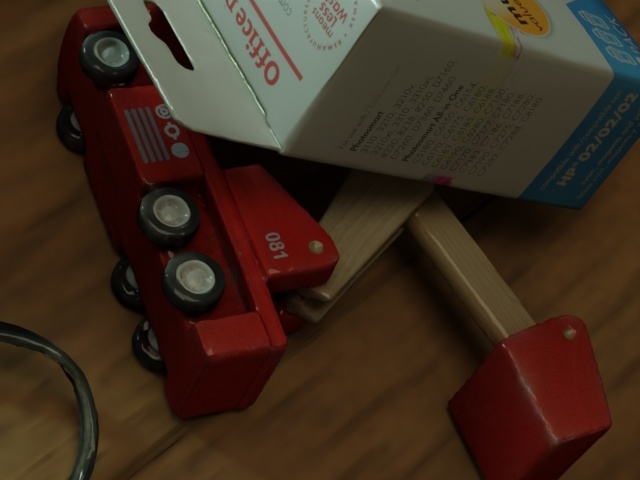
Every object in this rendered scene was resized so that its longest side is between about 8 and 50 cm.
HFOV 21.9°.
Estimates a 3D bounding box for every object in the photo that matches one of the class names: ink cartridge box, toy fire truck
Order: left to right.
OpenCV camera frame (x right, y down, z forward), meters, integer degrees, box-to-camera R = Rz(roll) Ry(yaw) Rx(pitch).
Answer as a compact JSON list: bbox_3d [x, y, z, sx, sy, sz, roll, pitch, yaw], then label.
[{"bbox_3d":[0.000,0.000,0.550,0.135,0.047,0.192,-9,62,-27],"label":"toy fire truck"},{"bbox_3d":[0.021,-0.076,0.552,0.181,0.061,0.104,8,40,-41],"label":"ink cartridge box"}]

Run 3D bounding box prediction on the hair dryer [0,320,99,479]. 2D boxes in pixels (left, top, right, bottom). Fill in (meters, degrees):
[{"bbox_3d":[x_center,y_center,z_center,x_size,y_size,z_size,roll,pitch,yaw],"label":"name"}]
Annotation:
[{"bbox_3d":[-0.176,0.125,0.401,0.293,0.080,0.223,-2,44,-29],"label":"hair dryer"}]
